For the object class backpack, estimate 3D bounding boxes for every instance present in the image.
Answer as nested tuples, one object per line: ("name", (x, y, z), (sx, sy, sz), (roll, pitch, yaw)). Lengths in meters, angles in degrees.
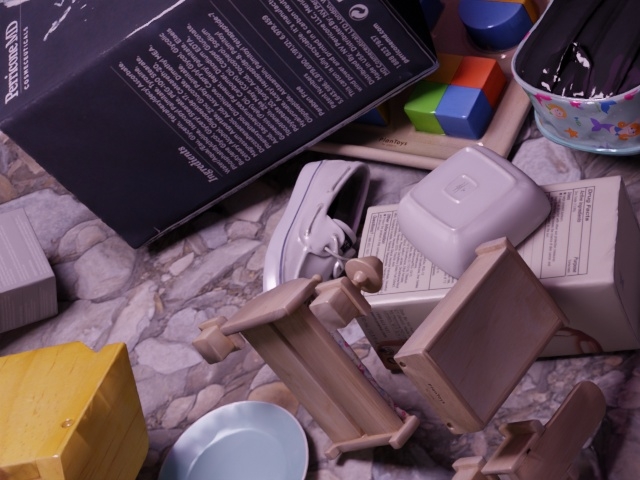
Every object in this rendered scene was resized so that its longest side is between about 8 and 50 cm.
("backpack", (0.352, -0.208, 1.805), (0.225, 0.191, 0.253), (17, 55, 40))

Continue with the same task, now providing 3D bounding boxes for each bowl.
("bowl", (0.159, -0.041, 1.683), (0.142, 0.053, 0.142), (-37, 44, -9))

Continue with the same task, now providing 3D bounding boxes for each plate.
("plate", (-0.096, 0.264, 1.761), (0.188, 0.024, 0.188), (-16, 47, 17))

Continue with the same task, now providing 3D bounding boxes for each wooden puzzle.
("wooden puzzle", (0.141, -0.243, 2.027), (0.322, 0.080, 0.348), (11, 59, 35))

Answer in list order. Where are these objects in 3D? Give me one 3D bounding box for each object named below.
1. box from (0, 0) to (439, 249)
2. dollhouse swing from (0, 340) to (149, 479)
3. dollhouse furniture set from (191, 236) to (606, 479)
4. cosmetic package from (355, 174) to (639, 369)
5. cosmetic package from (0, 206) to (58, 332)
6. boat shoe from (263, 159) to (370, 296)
("box", (-0.153, -0.328, 2.047), (0.472, 0.297, 0.480), (-32, 41, 18))
("dollhouse swing", (-0.350, 0.335, 1.729), (0.347, 0.305, 0.315), (-14, 24, 19))
("dollhouse furniture set", (0.085, 0.137, 1.682), (0.174, 0.303, 0.355), (-47, 16, -32))
("cosmetic package", (0.197, 0.039, 1.722), (0.296, 0.129, 0.153), (-6, 49, 25))
("cosmetic package", (-0.468, 0.060, 2.006), (0.238, 0.107, 0.127), (-18, 58, -17))
("boat shoe", (0.000, 0.000, 1.885), (0.084, 0.095, 0.258), (-7, 51, 28))
